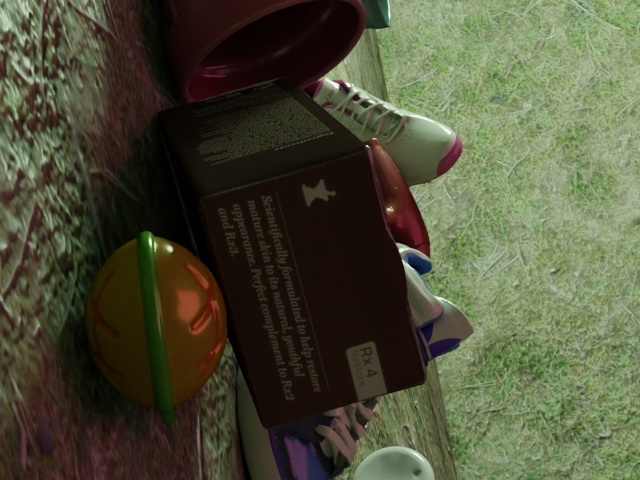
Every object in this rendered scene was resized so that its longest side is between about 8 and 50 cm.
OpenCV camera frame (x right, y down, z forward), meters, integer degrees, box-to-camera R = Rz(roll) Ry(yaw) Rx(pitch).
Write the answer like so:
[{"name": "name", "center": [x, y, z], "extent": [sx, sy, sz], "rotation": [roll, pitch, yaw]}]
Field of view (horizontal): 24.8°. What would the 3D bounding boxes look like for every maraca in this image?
[{"name": "maraca", "center": [-0.116, 0.065, 1.041], "extent": [0.185, 0.099, 0.127], "rotation": [99, -13, -69]}]

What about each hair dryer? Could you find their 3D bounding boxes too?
[{"name": "hair dryer", "center": [0.090, -0.025, 1.894], "extent": [0.293, 0.080, 0.223], "rotation": [-101, 171, -46]}]

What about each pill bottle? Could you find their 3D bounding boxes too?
[{"name": "pill bottle", "center": [0.121, 0.389, 2.046], "extent": [0.215, 0.117, 0.117], "rotation": [68, 13, -48]}]

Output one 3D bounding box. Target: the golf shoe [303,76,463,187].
[{"name": "golf shoe", "center": [0.058, -0.157, 2.041], "extent": [0.115, 0.306, 0.140], "rotation": [-57, 134, -21]}]

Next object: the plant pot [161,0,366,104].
[{"name": "plant pot", "center": [-0.081, -0.254, 1.466], "extent": [0.180, 0.201, 0.201], "rotation": [64, 4, 19]}]

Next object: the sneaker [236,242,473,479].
[{"name": "sneaker", "center": [0.044, 0.138, 1.492], "extent": [0.130, 0.236, 0.322], "rotation": [67, 13, -51]}]

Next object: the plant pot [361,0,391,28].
[{"name": "plant pot", "center": [-0.039, -0.389, 1.842], "extent": [0.293, 0.196, 0.293], "rotation": [-13, 90, -82]}]

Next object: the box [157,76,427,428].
[{"name": "box", "center": [-0.036, -0.007, 1.226], "extent": [0.381, 0.143, 0.191], "rotation": [-132, -153, -72]}]
